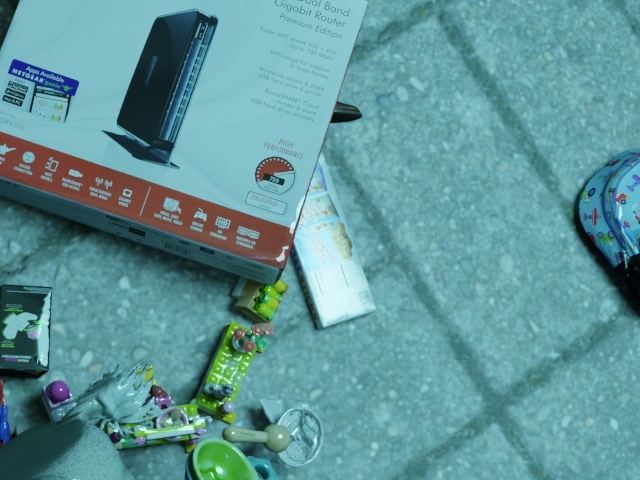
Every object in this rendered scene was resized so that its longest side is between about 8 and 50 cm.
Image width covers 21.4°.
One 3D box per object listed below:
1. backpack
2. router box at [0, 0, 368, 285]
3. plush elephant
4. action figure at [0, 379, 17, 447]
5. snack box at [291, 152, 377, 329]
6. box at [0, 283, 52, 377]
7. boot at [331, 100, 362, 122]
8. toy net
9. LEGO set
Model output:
[{"bbox_3d":[0.378,-0.024,1.841,0.158,0.117,0.173,-37,88,-20],"label":"backpack"},{"bbox_3d":[-0.156,-0.150,1.705,0.336,0.082,0.301,18,74,-2],"label":"router box"},{"bbox_3d":[-0.217,0.299,1.494,0.330,0.272,0.255,-41,114,-38],"label":"plush elephant"},{"bbox_3d":[-0.312,0.195,1.642,0.038,0.030,0.115,-8,86,-12],"label":"action figure"},{"bbox_3d":[0.000,0.000,1.775,0.064,0.022,0.178,-17,84,-18],"label":"snack box"},{"bbox_3d":[-0.292,0.089,1.651,0.052,0.062,0.083,5,77,-17],"label":"box"},{"bbox_3d":[-0.004,-0.187,1.809,0.106,0.037,0.114,8,72,-17],"label":"boot"},{"bbox_3d":[-0.044,0.215,1.638,0.122,0.045,0.232,45,34,5],"label":"toy net"},{"bbox_3d":[-0.125,0.135,1.666,0.287,0.107,0.132,-30,88,-19],"label":"LEGO set"}]
